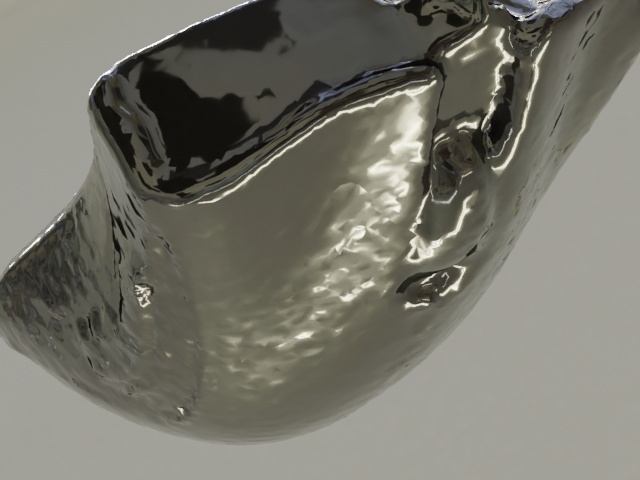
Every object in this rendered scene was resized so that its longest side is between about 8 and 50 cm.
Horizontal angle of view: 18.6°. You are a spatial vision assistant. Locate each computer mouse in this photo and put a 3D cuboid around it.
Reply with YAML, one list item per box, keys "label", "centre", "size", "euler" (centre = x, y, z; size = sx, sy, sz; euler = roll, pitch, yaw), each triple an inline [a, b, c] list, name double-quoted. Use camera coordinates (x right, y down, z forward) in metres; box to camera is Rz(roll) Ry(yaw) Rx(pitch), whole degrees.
- label: "computer mouse"
  centre: [0.000, 0.000, 0.518]
  size: [0.147, 0.088, 0.264]
  euler: [-21, 166, -22]
